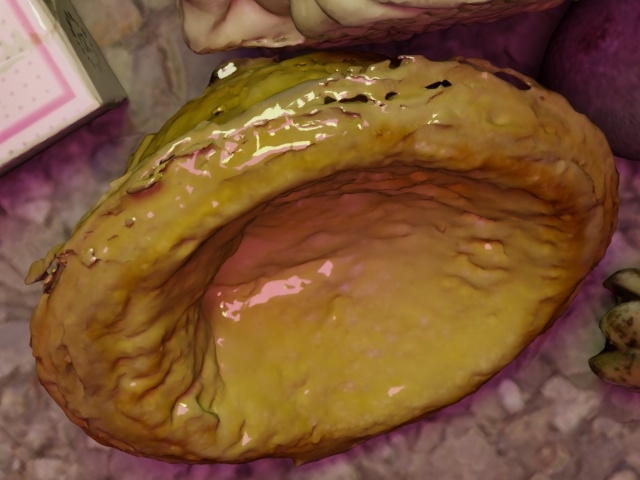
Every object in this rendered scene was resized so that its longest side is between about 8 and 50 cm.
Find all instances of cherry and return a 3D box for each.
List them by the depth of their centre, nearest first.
[{"bbox_3d":[0.177,-0.129,0.834,0.148,0.115,0.188,-22,88,43],"label":"cherry"}]

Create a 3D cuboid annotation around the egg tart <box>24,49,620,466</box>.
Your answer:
[{"bbox_3d":[0.000,0.000,0.804,0.315,0.315,0.120,-23,56,4],"label":"egg tart"}]

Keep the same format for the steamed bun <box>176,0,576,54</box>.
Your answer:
[{"bbox_3d":[0.044,-0.198,0.720,0.276,0.289,0.203,-9,95,11],"label":"steamed bun"}]

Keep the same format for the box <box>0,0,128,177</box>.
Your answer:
[{"bbox_3d":[-0.281,-0.159,0.839,0.210,0.095,0.330,-31,95,6],"label":"box"}]

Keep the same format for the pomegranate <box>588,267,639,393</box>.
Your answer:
[{"bbox_3d":[0.261,0.072,0.824,0.247,0.202,0.202,10,99,30],"label":"pomegranate"}]
